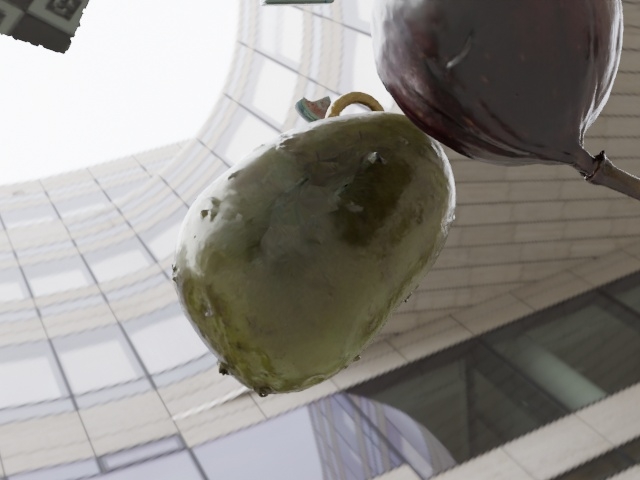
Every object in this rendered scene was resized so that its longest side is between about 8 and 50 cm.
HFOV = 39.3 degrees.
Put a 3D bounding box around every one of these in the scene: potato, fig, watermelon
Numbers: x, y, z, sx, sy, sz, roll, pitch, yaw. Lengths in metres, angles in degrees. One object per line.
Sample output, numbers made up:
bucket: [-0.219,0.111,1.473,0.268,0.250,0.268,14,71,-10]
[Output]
potato: [0.000,0.000,0.835,0.307,0.210,0.173,-41,-21,-22]
fig: [0.142,-0.121,0.650,0.186,0.250,0.204,-21,-21,7]
watermelon: [-0.008,-0.235,1.577,0.085,0.085,0.061,41,-97,-35]

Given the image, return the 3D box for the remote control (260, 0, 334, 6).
remote control: [-0.039,-0.408,1.522,0.124,0.053,0.018,-5,-78,-14]

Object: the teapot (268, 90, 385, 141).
teapot: [-0.011,-0.117,1.433,0.167,0.203,0.311,36,-100,-7]

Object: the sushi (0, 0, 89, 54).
sushi: [-0.192,-0.204,0.558,0.139,0.031,0.201,20,-115,-8]
